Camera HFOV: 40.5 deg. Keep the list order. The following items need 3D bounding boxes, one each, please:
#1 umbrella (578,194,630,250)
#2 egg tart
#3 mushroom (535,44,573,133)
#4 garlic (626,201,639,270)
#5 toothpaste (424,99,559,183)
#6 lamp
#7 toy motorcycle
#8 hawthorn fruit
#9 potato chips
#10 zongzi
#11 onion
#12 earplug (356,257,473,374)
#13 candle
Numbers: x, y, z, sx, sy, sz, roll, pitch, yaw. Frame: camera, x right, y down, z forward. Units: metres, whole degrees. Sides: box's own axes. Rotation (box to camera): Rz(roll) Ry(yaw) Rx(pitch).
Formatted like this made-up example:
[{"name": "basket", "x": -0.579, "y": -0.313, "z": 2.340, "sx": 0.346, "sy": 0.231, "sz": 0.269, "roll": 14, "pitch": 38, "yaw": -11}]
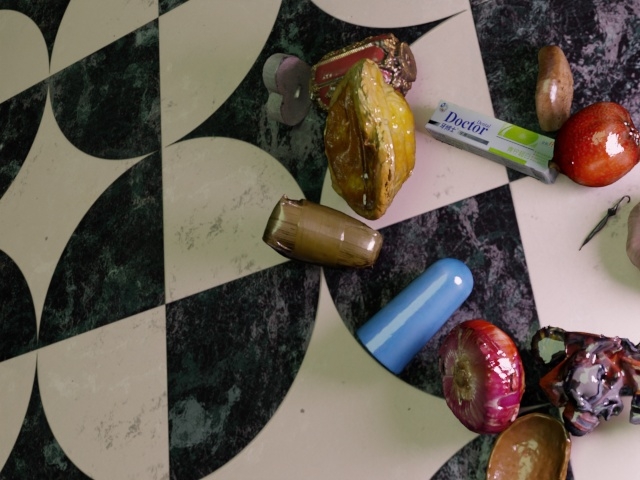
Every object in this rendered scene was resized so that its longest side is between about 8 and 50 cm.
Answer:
[{"name": "umbrella", "x": 0.578, "y": -0.038, "z": 1.781, "sx": 0.149, "sy": 0.022, "sz": 0.022, "roll": -47, "pitch": 16, "yaw": 10}, {"name": "egg tart", "x": 0.119, "y": -0.226, "z": 2.036, "sx": 0.339, "sy": 0.153, "sz": 0.351, "roll": 125, "pitch": 133, "yaw": -60}, {"name": "mushroom", "x": 0.511, "y": -0.347, "z": 1.910, "sx": 0.072, "sy": 0.094, "sz": 0.209, "roll": -8, "pitch": 63, "yaw": 35}, {"name": "garlic", "x": 0.668, "y": -0.036, "z": 1.580, "sx": 0.245, "sy": 0.253, "sz": 0.245, "roll": -19, "pitch": 53, "yaw": 26}, {"name": "toothpaste", "x": 0.390, "y": -0.225, "z": 1.954, "sx": 0.337, "sy": 0.067, "sz": 0.081, "roll": 29, "pitch": 85, "yaw": 38}, {"name": "lamp", "x": 0.103, "y": -0.404, "z": 2.159, "sx": 0.274, "sy": 0.177, "sz": 0.177, "roll": -16, "pitch": 63, "yaw": 30}, {"name": "toy motorcycle", "x": 0.569, "y": 0.268, "z": 1.592, "sx": 0.401, "sy": 0.134, "sz": 0.207, "roll": 1, "pitch": 72, "yaw": 36}, {"name": "hawthorn fruit", "x": 0.555, "y": -0.190, "z": 1.773, "sx": 0.188, "sy": 0.169, "sz": 0.168, "roll": -19, "pitch": 61, "yaw": 36}, {"name": "potato chips", "x": 0.406, "y": 0.434, "z": 1.686, "sx": 0.150, "sy": 0.049, "sz": 0.201, "roll": 14, "pitch": 78, "yaw": 35}, {"name": "zongzi", "x": 0.000, "y": 0.000, "z": 2.117, "sx": 0.274, "sy": 0.300, "sz": 0.145, "roll": 17, "pitch": 81, "yaw": -3}, {"name": "onion", "x": 0.340, "y": 0.272, "z": 1.735, "sx": 0.230, "sy": 0.164, "sz": 0.229, "roll": -3, "pitch": 86, "yaw": 63}, {"name": "earplug", "x": 0.218, "y": 0.149, "z": 1.884, "sx": 0.273, "sy": 0.132, "sz": 0.132, "roll": -46, "pitch": 53, "yaw": 6}, {"name": "candle", "x": -0.072, "y": -0.409, "z": 2.293, "sx": 0.068, "sy": 0.192, "sz": 0.169, "roll": 23, "pitch": 41, "yaw": 39}]
